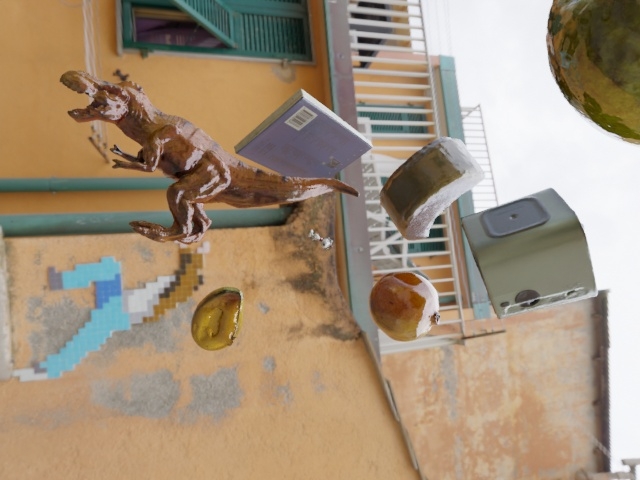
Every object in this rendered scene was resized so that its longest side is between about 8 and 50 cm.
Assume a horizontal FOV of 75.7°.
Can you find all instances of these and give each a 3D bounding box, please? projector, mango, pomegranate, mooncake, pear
[{"bbox_3d":[0.543,0.036,1.101,0.249,0.249,0.248,61,20,-25],"label":"projector"},{"bbox_3d":[-0.203,0.154,0.821,0.188,0.101,0.066,-59,-177,33],"label":"mango"},{"bbox_3d":[0.307,0.240,1.490,0.264,0.264,0.265,177,-90,-74],"label":"pomegranate"},{"bbox_3d":[0.436,-0.208,1.637,0.246,0.394,0.393,57,-4,21],"label":"mooncake"},{"bbox_3d":[0.520,-0.309,0.584,0.352,0.413,0.352,-171,-90,-66],"label":"pear"}]

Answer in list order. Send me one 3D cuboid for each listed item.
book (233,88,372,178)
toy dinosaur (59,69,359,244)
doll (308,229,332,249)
[{"bbox_3d":[-0.028,-0.205,0.901,0.190,0.269,0.025,-32,-117,27],"label":"book"},{"bbox_3d":[-0.168,-0.076,0.617,0.208,0.432,0.097,-61,-151,11],"label":"toy dinosaur"},{"bbox_3d":[-0.001,-0.002,1.370,0.085,0.058,0.040,34,-79,20],"label":"doll"}]
